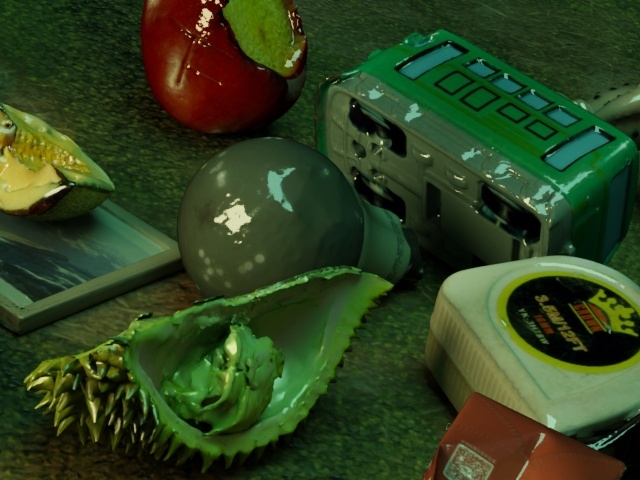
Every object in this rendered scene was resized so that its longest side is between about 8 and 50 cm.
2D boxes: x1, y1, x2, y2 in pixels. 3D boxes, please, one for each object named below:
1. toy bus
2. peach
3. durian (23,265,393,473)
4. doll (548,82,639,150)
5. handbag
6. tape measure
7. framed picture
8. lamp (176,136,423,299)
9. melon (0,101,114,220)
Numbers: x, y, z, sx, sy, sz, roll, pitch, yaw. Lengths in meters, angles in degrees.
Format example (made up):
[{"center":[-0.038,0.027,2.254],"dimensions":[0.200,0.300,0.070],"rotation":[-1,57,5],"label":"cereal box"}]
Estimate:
[{"center":[0.177,-0.087,1.989],"dimensions":[0.343,0.184,0.199],"rotation":[35,56,30],"label":"toy bus"},{"center":[-0.105,-0.237,2.096],"dimensions":[0.189,0.226,0.196],"rotation":[-4,35,-28],"label":"peach"},{"center":[-0.107,0.098,1.566],"dimensions":[0.157,0.170,0.355],"rotation":[36,29,31],"label":"durian"},{"center":[0.325,-0.131,2.173],"dimensions":[0.278,0.154,0.119],"rotation":[-17,68,-16],"label":"doll"},{"center":[0.109,0.260,1.398],"dimensions":[0.151,0.171,0.298],"rotation":[26,29,14],"label":"handbag"},{"center":[0.247,0.140,1.731],"dimensions":[0.231,0.133,0.271],"rotation":[-7,37,-23],"label":"tape measure"},{"center":[-0.329,-0.030,1.825],"dimensions":[0.335,0.022,0.247],"rotation":[32,32,26],"label":"framed picture"},{"center":[0.001,0.012,1.811],"dimensions":[0.313,0.182,0.182],"rotation":[24,21,-35],"label":"lamp"},{"center":[-0.271,-0.059,1.817],"dimensions":[0.128,0.079,0.160],"rotation":[17,19,-47],"label":"melon"}]
